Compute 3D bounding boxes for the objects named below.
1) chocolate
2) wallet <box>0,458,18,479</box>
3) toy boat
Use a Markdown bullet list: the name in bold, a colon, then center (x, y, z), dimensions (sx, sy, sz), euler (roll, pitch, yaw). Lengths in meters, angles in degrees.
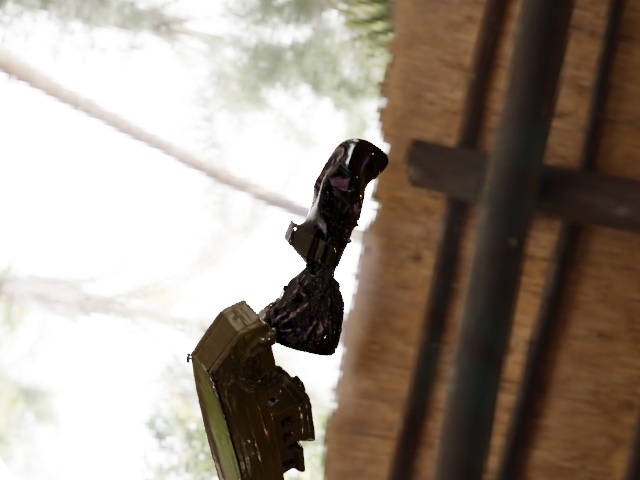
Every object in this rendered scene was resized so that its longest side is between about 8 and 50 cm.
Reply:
- **chocolate**: center (0.000, 0.001, 0.925), dimensions (0.072, 0.070, 0.147), euler (-171, -87, -83)
- **wallet**: center (-0.179, 0.151, 0.714), dimensions (0.083, 0.252, 0.360), euler (-38, -175, -14)
- **toy boat**: center (-0.040, 0.127, 0.947), dimensions (0.064, 0.072, 0.206), euler (44, -27, 43)
